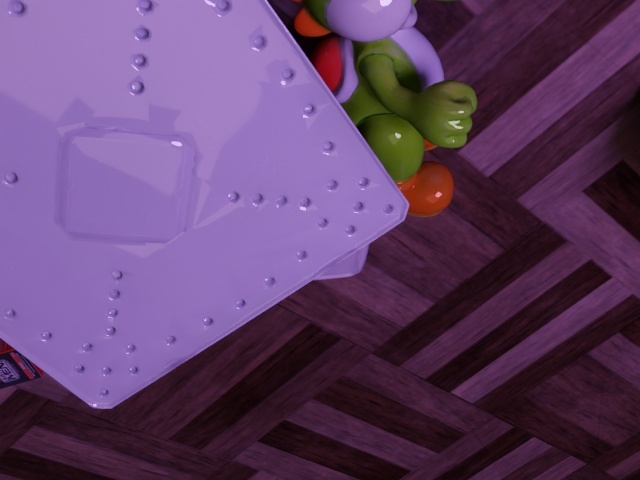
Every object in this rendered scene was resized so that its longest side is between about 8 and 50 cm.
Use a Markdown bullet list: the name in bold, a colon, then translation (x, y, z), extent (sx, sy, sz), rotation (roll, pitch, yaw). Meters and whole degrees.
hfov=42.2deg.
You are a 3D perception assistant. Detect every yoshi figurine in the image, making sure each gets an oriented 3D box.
- **yoshi figurine**: translation (0.098, -0.196, 0.798), extent (0.203, 0.203, 0.362), rotation (-43, 145, -21)

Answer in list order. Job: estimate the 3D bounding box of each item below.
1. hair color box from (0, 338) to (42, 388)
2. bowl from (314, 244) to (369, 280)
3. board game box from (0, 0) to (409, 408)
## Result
- **hair color box**: translation (-0.450, 0.166, 1.101), extent (0.141, 0.043, 0.072), rotation (-16, 136, 1)
- **bowl**: translation (0.000, 0.000, 1.059), extent (0.142, 0.053, 0.142), rotation (-3, 133, -11)
- **board game box**: translation (-0.175, -0.058, 0.744), extent (0.390, 0.050, 0.390), rotation (-33, 125, 10)
